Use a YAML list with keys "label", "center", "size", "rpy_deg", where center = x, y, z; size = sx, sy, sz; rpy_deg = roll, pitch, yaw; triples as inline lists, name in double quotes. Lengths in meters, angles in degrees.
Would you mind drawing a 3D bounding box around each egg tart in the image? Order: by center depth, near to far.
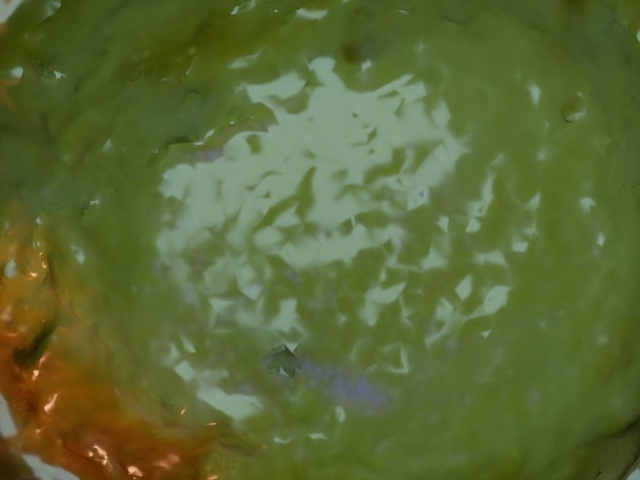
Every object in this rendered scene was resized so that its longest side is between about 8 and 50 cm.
- label: "egg tart"
  center: [0.000, 0.000, 0.579]
  size: [0.294, 0.123, 0.294]
  rpy_deg: [0, 84, 3]
